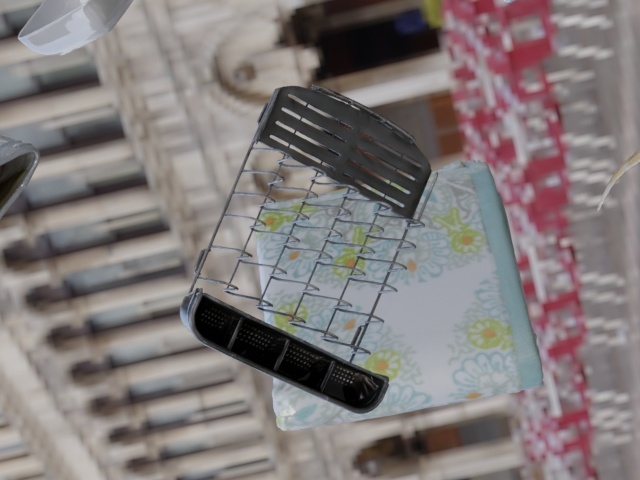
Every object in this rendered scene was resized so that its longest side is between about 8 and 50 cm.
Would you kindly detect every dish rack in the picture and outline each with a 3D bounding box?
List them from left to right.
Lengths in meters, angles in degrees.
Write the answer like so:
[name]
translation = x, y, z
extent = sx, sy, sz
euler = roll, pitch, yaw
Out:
[dish rack]
translation = 0.000, 0.000, 1.679
extent = 0.074, 0.208, 0.271
euler = 3, 69, 63

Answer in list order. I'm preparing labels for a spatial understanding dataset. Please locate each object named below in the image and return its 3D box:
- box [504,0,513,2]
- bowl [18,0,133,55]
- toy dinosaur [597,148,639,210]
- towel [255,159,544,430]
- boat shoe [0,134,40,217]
[box]
translation = 0.142, -0.369, 1.327
extent = 0.290, 0.279, 0.177
euler = 42, 157, 31
[bowl]
translation = -0.275, -0.276, 2.153
extent = 0.053, 0.142, 0.142
euler = 51, -139, -24
[toy dinosaur]
translation = 0.272, -0.085, 1.314
extent = 0.053, 0.183, 0.092
euler = 49, -137, -28
[towel]
translation = 0.089, 0.065, 2.249
extent = 0.374, 0.320, 0.090
euler = -98, -6, -47
[boat shoe]
translation = -0.444, 0.000, 2.093
extent = 0.320, 0.103, 0.118
euler = -55, -41, -29
